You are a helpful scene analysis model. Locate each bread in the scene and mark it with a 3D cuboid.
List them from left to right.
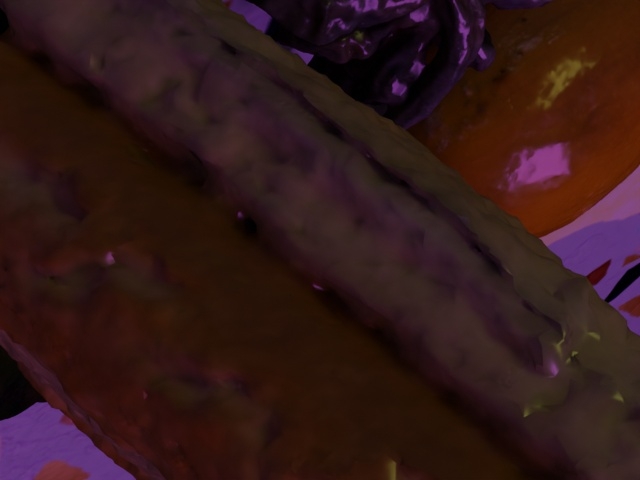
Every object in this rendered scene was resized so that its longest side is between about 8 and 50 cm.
[{"bbox_3d":[0.019,0.063,0.621,0.165,0.375,0.236,-47,159,-8],"label":"bread"}]

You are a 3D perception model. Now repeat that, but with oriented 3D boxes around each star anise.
[{"bbox_3d":[0.042,-0.121,0.771,0.209,0.089,0.231,-18,137,-24],"label":"star anise"}]

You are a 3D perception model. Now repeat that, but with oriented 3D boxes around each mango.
[{"bbox_3d":[0.149,-0.087,0.960,0.317,0.119,0.176,-30,153,-40],"label":"mango"}]

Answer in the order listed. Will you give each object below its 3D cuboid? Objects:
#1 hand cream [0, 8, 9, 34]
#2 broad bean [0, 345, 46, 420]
[{"bbox_3d":[-0.065,-0.153,0.622,0.270,0.061,0.120,-32,162,3],"label":"hand cream"},{"bbox_3d":[-0.153,0.013,0.777,0.144,0.049,0.292,-27,152,-36],"label":"broad bean"}]
